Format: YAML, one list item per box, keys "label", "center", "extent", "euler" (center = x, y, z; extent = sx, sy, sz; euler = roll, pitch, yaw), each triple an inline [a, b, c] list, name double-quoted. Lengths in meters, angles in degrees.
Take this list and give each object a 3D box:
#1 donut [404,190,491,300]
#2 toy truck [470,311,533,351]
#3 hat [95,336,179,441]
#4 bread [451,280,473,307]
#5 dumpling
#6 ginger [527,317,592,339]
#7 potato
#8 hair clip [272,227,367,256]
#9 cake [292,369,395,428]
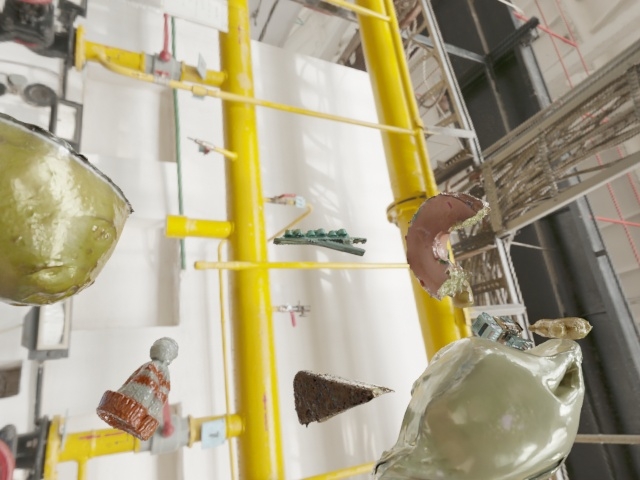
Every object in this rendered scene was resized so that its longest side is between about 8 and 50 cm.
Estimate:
- label: "donut"
  center: [0.181, -0.002, 0.625]
  extent: [0.117, 0.065, 0.166]
  euler: [41, -57, 44]
- label: "toy truck"
  center: [0.616, 0.318, 1.429]
  extent: [0.080, 0.177, 0.115]
  euler: [-66, -157, 22]
- label: "hat"
  center: [-0.298, 0.246, 0.723]
  extent: [0.162, 0.112, 0.094]
  euler: [-61, 149, -42]
- label: "bread"
  center: [0.516, 0.188, 1.530]
  extent: [0.056, 0.082, 0.115]
  euler: [93, -6, -64]
- label: "dumpling"
  center: [0.254, 0.307, 0.717]
  extent: [0.233, 0.395, 0.315]
  euler: [54, -22, 22]
- label: "ginger"
  center: [0.755, 0.283, 1.340]
  extent: [0.299, 0.118, 0.065]
  euler: [50, 39, -75]
- label: "potato"
  center: [-0.425, -0.030, 0.556]
  extent: [0.246, 0.299, 0.196]
  euler: [-10, -125, 37]
- label: "hair clip"
  center: [0.000, 0.000, 0.743]
  extent: [0.049, 0.172, 0.049]
  euler: [-174, -90, -73]
- label: "cake"
  center: [0.043, 0.353, 1.021]
  extent: [0.246, 0.112, 0.135]
  euler: [-37, -119, 32]
